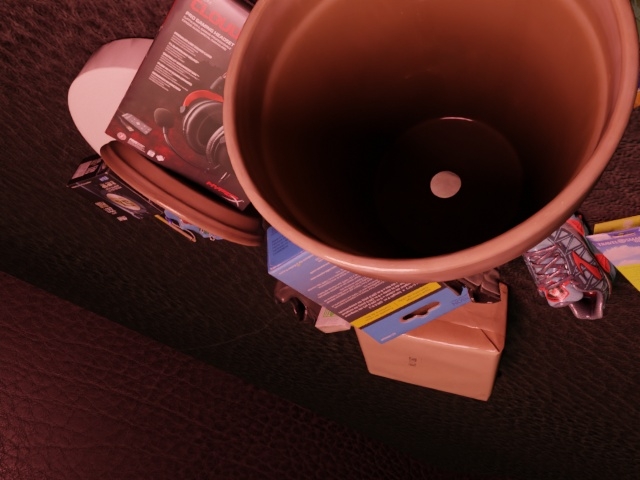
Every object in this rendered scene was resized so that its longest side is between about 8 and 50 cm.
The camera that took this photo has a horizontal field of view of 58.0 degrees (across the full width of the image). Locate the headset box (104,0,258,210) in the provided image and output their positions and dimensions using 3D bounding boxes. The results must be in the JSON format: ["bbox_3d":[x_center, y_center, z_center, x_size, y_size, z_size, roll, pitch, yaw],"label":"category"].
[{"bbox_3d":[-0.108,-0.204,0.739,0.218,0.110,0.293,31,131,-21],"label":"headset box"}]

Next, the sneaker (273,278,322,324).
[{"bbox_3d":[0.004,0.157,1.407,0.286,0.130,0.109,28,150,-19],"label":"sneaker"}]

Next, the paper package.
[{"bbox_3d":[0.249,0.205,1.289,0.310,0.168,0.324,11,151,18],"label":"paper package"}]

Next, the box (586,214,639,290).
[{"bbox_3d":[0.506,0.015,0.890,0.178,0.042,0.109,35,149,-28],"label":"box"}]

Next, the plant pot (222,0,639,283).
[{"bbox_3d":[0.109,-0.101,0.570,0.323,0.323,0.280,9,169,20],"label":"plant pot"}]

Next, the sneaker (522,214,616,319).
[{"bbox_3d":[0.391,0.042,0.927,0.262,0.125,0.104,33,150,-24],"label":"sneaker"}]

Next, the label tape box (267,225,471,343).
[{"bbox_3d":[0.103,0.038,1.034,0.241,0.105,0.334,-31,134,25],"label":"label tape box"}]

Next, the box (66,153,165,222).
[{"bbox_3d":[-0.426,-0.117,1.237,0.180,0.077,0.147,-6,144,41],"label":"box"}]

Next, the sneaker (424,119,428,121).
[{"bbox_3d":[0.102,-0.220,0.713,0.082,0.069,0.209,-31,122,22],"label":"sneaker"}]

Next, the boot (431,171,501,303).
[{"bbox_3d":[0.213,-0.009,0.910,0.247,0.161,0.083,32,151,-23],"label":"boot"}]

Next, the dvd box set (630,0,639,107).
[{"bbox_3d":[0.263,-0.258,0.518,0.308,0.062,0.420,29,152,-18],"label":"dvd box set"}]

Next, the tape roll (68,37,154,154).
[{"bbox_3d":[-0.235,-0.176,1.004,0.392,0.072,0.392,15,153,8],"label":"tape roll"}]

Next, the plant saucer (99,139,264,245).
[{"bbox_3d":[-0.199,-0.083,0.886,0.278,0.041,0.278,32,-172,-5],"label":"plant saucer"}]

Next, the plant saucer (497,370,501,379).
[{"bbox_3d":[0.362,0.335,1.488,0.199,0.036,0.198,10,-175,-1],"label":"plant saucer"}]

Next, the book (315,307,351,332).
[{"bbox_3d":[0.051,0.136,1.315,0.035,0.144,0.096,36,149,-29],"label":"book"}]

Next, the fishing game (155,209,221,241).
[{"bbox_3d":[-0.276,-0.042,1.321,0.264,0.041,0.189,-5,147,40],"label":"fishing game"}]
